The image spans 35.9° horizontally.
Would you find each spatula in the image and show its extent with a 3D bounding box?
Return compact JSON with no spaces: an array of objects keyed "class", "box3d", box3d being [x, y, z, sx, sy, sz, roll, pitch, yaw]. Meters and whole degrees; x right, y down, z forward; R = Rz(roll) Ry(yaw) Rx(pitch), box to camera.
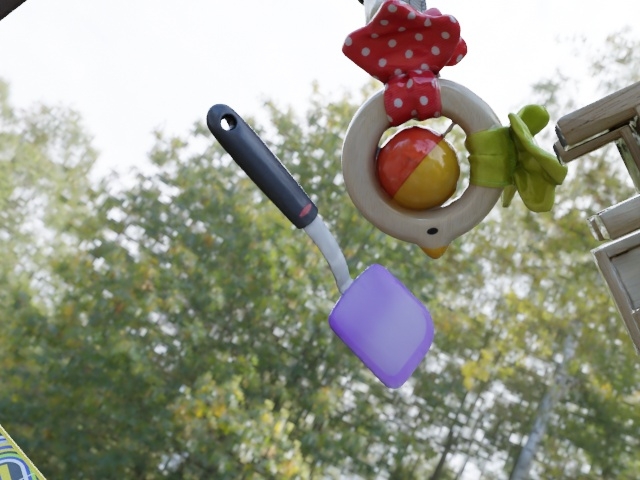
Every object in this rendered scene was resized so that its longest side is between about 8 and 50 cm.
[{"class":"spatula","box3d":[0.000,0.000,0.845,0.030,0.084,0.296,-1,-48,55]}]

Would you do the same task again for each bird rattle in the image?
[{"class":"bird rattle","box3d":[0.110,-0.099,0.959,0.253,0.207,0.143,37,9,-10]}]

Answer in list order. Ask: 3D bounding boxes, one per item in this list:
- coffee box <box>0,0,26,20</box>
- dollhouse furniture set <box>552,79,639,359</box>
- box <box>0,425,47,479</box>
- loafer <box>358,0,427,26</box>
[{"class":"coffee box","box3d":[-0.227,-0.223,0.480,0.098,0.141,0.246,9,-42,51]},{"class":"dollhouse furniture set","box3d":[0.223,0.018,0.443,0.212,0.161,0.242,66,12,4]},{"class":"box","box3d":[-0.095,0.114,0.298,0.169,0.059,0.054,35,-43,36]},{"class":"loafer","box3d":[0.104,-0.381,1.489,0.102,0.268,0.092,38,-56,-21]}]
